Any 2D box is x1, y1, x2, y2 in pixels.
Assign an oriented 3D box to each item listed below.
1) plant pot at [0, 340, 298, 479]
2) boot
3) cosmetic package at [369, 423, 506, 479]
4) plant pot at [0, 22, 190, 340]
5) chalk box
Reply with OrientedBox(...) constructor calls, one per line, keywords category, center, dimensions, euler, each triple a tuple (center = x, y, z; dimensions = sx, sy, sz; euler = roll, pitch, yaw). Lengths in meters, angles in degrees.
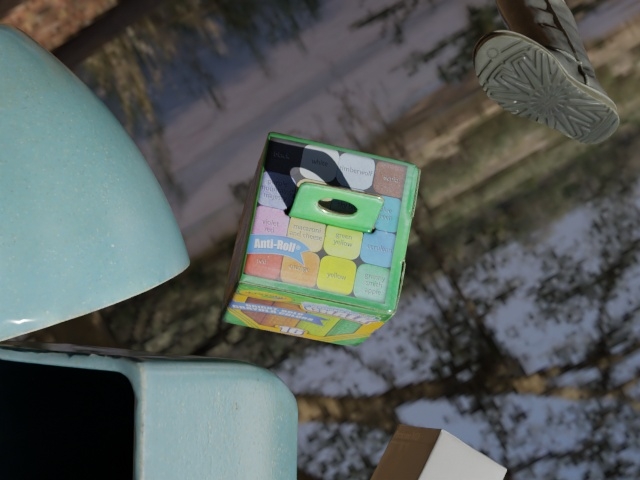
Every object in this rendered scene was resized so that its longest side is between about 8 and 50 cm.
OrientedBox(category="plant pot", center=(-0.148, 0.204, 1.109), dimensions=(0.248, 0.247, 0.252), euler=(1, 180, 37))
OrientedBox(category="boot", center=(0.208, -0.202, 1.338), dimensions=(0.076, 0.189, 0.208), euler=(-37, -142, 30))
OrientedBox(category="cosmetic package", center=(0.096, 0.330, 1.499), dimensions=(0.238, 0.107, 0.127), euler=(-64, -163, -16))
OrientedBox(category="plant pot", center=(-0.255, -0.042, 0.939), dimensions=(0.290, 0.195, 0.290), euler=(-13, -173, 2))
OrientedBox(category="chalk box", center=(0.000, 0.000, 1.121), dimensions=(0.132, 0.132, 0.213), euler=(13, 165, -5))
